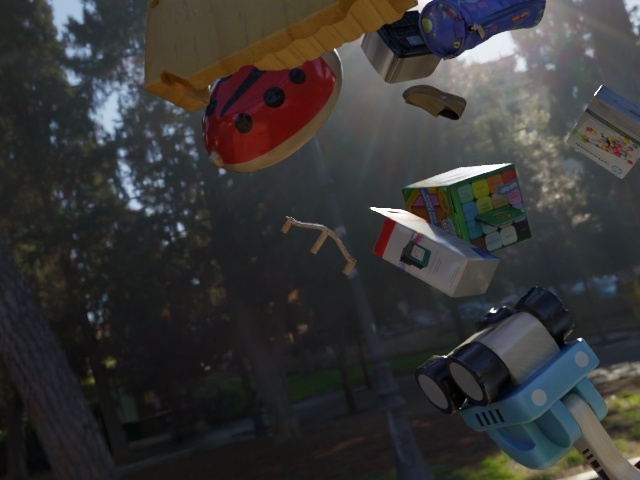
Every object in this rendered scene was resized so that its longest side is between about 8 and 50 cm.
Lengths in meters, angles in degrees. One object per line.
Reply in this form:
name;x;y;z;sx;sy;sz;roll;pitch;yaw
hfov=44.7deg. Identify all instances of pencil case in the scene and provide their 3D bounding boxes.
pencil case;0.344;-0.468;1.613;0.306;0.119;0.133;-27;33;-33

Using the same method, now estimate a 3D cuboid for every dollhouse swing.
dollhouse swing;-0.018;-0.290;1.113;0.347;0.315;0.305;-21;-37;19

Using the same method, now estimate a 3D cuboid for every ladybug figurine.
ladybug figurine;-0.130;-0.361;1.909;0.449;0.305;0.162;-56;-26;-18

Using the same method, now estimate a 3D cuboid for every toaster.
toaster;0.211;-0.512;2.050;0.186;0.168;0.110;-16;-30;-28

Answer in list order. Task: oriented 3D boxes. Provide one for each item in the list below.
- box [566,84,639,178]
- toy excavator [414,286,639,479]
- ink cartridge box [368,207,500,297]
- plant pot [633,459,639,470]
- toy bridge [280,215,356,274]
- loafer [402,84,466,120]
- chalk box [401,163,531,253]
box;0.600;-0.219;1.599;0.038;0.145;0.186;-49;-13;-17
toy excavator;0.431;0.315;1.332;0.222;0.445;0.433;-35;-6;-21
ink cartridge box;0.197;0.018;1.446;0.231;0.078;0.134;30;17;34
plant pot;0.877;0.651;1.870;0.236;0.267;0.267;-16;-35;-27
toy bridge;0.000;0.000;1.732;0.063;0.188;0.026;-56;-1;26
loafer;0.251;-0.300;1.702;0.148;0.050;0.056;9;-26;-10
chalk box;0.342;-0.065;1.757;0.180;0.179;0.289;-19;8;-21
